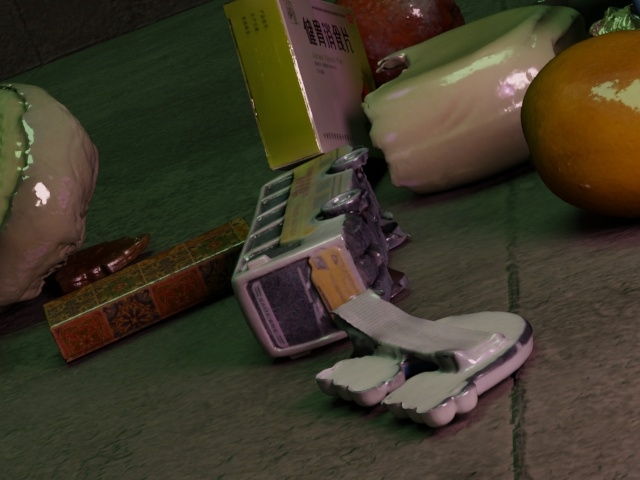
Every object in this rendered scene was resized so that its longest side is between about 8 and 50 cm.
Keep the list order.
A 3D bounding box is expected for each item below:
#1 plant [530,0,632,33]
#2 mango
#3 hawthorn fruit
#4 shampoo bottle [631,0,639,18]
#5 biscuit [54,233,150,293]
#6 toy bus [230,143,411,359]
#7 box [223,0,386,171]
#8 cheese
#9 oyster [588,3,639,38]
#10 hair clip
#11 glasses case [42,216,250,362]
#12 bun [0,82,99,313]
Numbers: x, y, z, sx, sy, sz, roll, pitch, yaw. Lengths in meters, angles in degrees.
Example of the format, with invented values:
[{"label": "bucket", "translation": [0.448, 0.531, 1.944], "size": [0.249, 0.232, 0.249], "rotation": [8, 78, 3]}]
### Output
[{"label": "plant", "translation": [0.361, -0.300, 2.188], "size": [0.275, 0.146, 0.149], "rotation": [-14, 20, 30]}, {"label": "mango", "translation": [0.275, -0.095, 1.610], "size": [0.254, 0.139, 0.175], "rotation": [7, 53, 49]}, {"label": "hawthorn fruit", "translation": [0.093, -0.267, 2.435], "size": [0.173, 0.173, 0.173], "rotation": [-21, 15, 6]}, {"label": "shampoo bottle", "translation": [0.473, -0.297, 1.668], "size": [0.343, 0.331, 0.331], "rotation": [-35, 19, -34]}, {"label": "biscuit", "translation": [-0.249, 0.025, 2.176], "size": [0.119, 0.019, 0.130], "rotation": [-30, 17, -23]}, {"label": "toy bus", "translation": [0.000, 0.000, 1.752], "size": [0.138, 0.097, 0.342], "rotation": [-22, 14, 10]}, {"label": "box", "translation": [-0.007, -0.161, 2.032], "size": [0.062, 0.175, 0.260], "rotation": [-17, -4, 19]}, {"label": "cheese", "translation": [0.161, -0.148, 1.986], "size": [0.233, 0.127, 0.266], "rotation": [-15, 15, 26]}, {"label": "oyster", "translation": [0.326, -0.166, 1.832], "size": [0.081, 0.163, 0.191], "rotation": [-59, 2, 19]}, {"label": "hair clip", "translation": [0.079, 0.080, 1.456], "size": [0.140, 0.054, 0.220], "rotation": [-24, 17, -25]}, {"label": "glasses case", "translation": [-0.158, 0.049, 1.902], "size": [0.218, 0.049, 0.075], "rotation": [-24, 21, -6]}, {"label": "bun", "translation": [-0.338, -0.035, 2.170], "size": [0.146, 0.287, 0.287], "rotation": [21, -11, -32]}]
